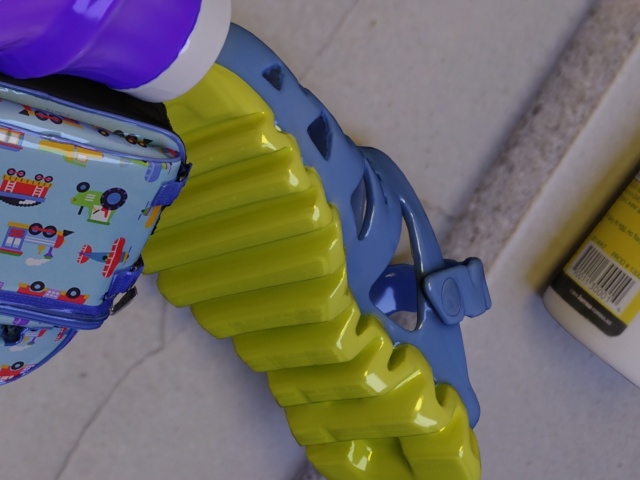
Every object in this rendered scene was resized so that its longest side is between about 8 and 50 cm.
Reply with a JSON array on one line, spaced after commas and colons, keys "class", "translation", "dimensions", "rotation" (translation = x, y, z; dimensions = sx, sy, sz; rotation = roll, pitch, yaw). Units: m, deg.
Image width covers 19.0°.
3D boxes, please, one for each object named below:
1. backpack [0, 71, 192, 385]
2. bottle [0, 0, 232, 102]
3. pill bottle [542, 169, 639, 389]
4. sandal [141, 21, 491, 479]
[{"class": "backpack", "translation": [-0.157, -0.006, 0.833], "dimensions": [0.158, 0.117, 0.173], "rotation": [17, 116, -31]}, {"class": "bottle", "translation": [-0.149, -0.129, 0.709], "dimensions": [0.283, 0.092, 0.118], "rotation": [24, 87, -46]}, {"class": "pill bottle", "translation": [0.241, -0.008, 1.156], "dimensions": [0.208, 0.119, 0.119], "rotation": [-52, 138, 7]}, {"class": "sandal", "translation": [0.000, 0.000, 0.991], "dimensions": [0.317, 0.126, 0.138], "rotation": [59, 42, -40]}]
